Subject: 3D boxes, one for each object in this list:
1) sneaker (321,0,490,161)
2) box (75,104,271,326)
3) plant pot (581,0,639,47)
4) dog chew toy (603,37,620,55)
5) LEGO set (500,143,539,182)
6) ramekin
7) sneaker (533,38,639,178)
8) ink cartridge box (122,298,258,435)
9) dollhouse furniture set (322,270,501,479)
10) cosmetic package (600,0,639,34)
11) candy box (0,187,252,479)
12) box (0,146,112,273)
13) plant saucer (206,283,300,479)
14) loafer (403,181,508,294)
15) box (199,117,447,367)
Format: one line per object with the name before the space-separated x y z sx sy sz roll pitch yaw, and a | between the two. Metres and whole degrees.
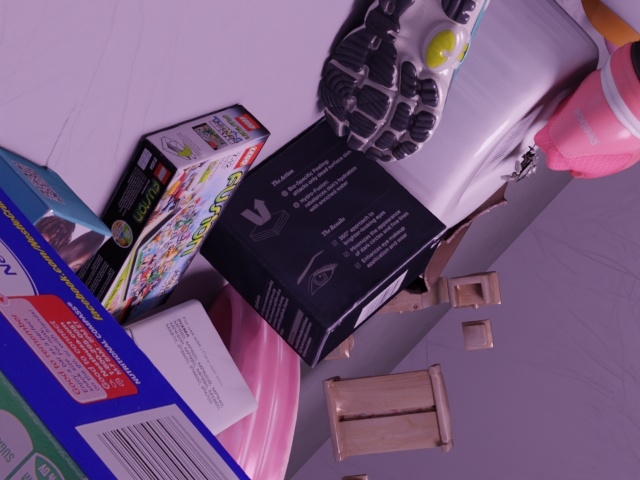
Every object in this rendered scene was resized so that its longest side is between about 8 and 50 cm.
sneaker | 0.088 -0.169 0.903 0.110 0.107 0.275 -46 171 -42
box | -0.127 -0.009 0.857 0.114 0.036 0.207 -29 160 -51
plant pot | 0.402 -0.312 1.260 0.205 0.205 0.188 -39 -179 -27
dog chew toy | 0.531 -0.345 1.540 0.332 0.206 0.206 -46 170 -35
LEGO set | 0.219 -0.082 1.129 0.083 0.023 0.054 -44 167 -4
ramekin | 0.146 -0.136 1.097 0.277 0.135 0.277 -43 167 -12
sneaker | 0.284 -0.124 1.093 0.136 0.116 0.314 -32 172 23
ink cartridge box | -0.207 0.163 0.871 0.197 0.114 0.273 -33 175 29
dollhouse furniture set | 0.177 0.242 1.855 0.303 0.355 0.174 -8 179 20
cosmetic package | 0.358 -0.301 1.039 0.224 0.225 0.138 -51 163 21
candy box | -0.224 0.141 0.498 0.317 0.268 0.122 -48 163 13
box | -0.240 0.056 0.649 0.244 0.060 0.100 -45 167 1
plant saucer | -0.099 0.211 1.121 0.332 0.084 0.332 -164 -90 -78
loafer | 0.090 -0.004 1.265 0.366 0.130 0.134 -24 -162 -39
box | 0.000 0.000 1.005 0.156 0.158 0.093 -38 165 -26
